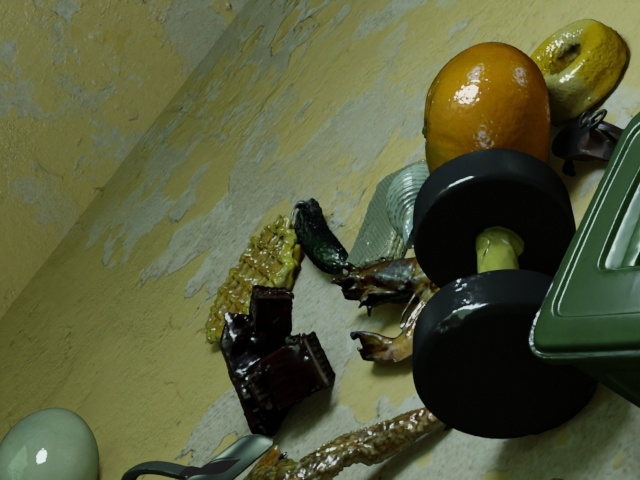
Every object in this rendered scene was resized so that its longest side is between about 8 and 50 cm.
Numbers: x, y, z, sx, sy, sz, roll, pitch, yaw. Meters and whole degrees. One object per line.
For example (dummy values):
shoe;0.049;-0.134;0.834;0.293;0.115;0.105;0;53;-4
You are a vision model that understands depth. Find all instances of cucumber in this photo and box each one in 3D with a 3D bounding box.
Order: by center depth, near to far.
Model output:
cucumber;-0.002;0.002;2.286;0.067;0.067;0.245;-48;22;10

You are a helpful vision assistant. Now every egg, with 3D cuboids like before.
egg;-0.492;0.410;2.461;0.186;0.186;0.253;-35;32;36

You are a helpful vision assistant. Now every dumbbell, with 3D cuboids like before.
dumbbell;0.208;0.056;1.605;0.204;0.204;0.322;-40;25;27

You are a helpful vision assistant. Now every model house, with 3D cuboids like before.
model house;-0.071;0.165;2.019;0.141;0.203;0.164;-25;-15;-16

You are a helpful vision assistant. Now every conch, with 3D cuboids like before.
conch;0.163;-0.042;1.980;0.135;0.102;0.153;-14;58;18

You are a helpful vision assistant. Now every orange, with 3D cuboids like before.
orange;0.224;-0.153;1.867;0.171;0.240;0.240;0;38;6

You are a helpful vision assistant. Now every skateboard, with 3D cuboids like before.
skateboard;0.352;-0.133;1.770;0.067;0.080;0.151;-58;22;-15

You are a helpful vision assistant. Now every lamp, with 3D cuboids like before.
lamp;-0.204;0.368;2.017;0.203;0.124;0.283;-21;-24;-47

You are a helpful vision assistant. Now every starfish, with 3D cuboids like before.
starfish;-0.050;0.362;1.771;0.398;0.132;0.384;-58;18;-23

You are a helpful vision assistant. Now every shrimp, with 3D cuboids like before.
shrimp;0.108;0.100;1.928;0.289;0.075;0.178;-7;50;43

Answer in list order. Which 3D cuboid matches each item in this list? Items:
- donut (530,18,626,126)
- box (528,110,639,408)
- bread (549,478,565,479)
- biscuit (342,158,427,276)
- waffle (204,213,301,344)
donut;0.357;-0.247;1.956;0.162;0.065;0.178;-47;22;13
box;0.386;0.013;1.361;0.253;0.178;0.329;-12;47;61
bread;0.254;0.280;1.370;0.062;0.109;0.043;-3;39;2
biscuit;0.107;-0.034;2.157;0.121;0.040;0.199;-27;34;50
waffle;-0.122;0.079;2.413;0.238;0.059;0.243;-32;30;41
